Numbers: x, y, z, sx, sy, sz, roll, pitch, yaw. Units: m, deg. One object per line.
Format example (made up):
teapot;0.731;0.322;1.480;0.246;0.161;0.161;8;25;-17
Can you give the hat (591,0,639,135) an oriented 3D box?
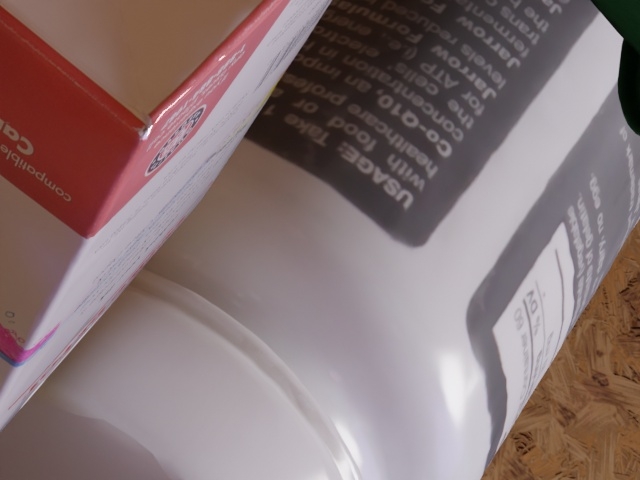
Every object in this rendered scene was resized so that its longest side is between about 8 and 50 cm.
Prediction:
hat;0.075;-0.142;0.563;0.173;0.183;0.208;-43;-158;53

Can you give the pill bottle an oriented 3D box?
pill bottle;0.000;0.000;0.709;0.361;0.204;0.204;-51;180;-42

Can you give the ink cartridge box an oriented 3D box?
ink cartridge box;-0.064;-0.025;0.438;0.115;0.067;0.198;-51;179;-38
